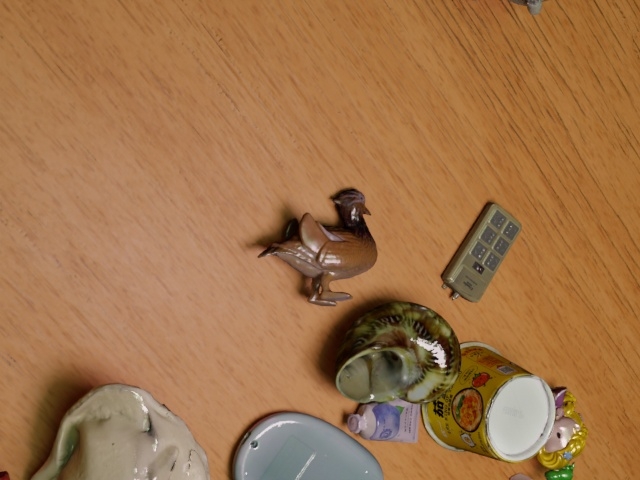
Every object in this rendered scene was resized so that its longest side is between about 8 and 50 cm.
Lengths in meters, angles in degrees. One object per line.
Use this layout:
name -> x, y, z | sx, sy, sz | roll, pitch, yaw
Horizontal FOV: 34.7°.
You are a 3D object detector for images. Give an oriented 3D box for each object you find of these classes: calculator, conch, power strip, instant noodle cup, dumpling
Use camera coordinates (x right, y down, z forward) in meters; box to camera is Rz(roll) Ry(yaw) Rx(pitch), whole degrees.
calculator -> -0.003, 0.375, 1.546 | 0.299, 0.041, 0.185 | 41, 79, -22
conch -> 0.115, 0.176, 1.539 | 0.187, 0.124, 0.181 | -32, 120, 6
power strip -> 0.256, 0.026, 1.633 | 0.076, 0.028, 0.168 | 36, 81, -26
instant noodle cup -> 0.272, 0.262, 1.604 | 0.182, 0.144, 0.182 | -3, 98, -27
dumpling -> -0.272, 0.341, 1.374 | 0.243, 0.187, 0.318 | -14, 96, 17

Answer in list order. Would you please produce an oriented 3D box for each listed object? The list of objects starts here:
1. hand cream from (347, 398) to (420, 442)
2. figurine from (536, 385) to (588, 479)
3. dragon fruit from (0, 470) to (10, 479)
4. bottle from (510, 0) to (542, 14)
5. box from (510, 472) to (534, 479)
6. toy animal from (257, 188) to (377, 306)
hand cream -> 0.104, 0.278, 1.586 | 0.142, 0.053, 0.084 | 3, 95, -36
figurine -> 0.405, 0.324, 1.712 | 0.115, 0.095, 0.156 | -6, 81, -45
dragon fruit -> -0.498, 0.453, 1.220 | 0.286, 0.228, 0.329 | 3, 93, -27
bottle -> 0.344, -0.495, 1.510 | 0.229, 0.229, 0.351 | 32, 88, -25
box -> 0.364, 0.497, 1.699 | 0.029, 0.109, 0.198 | -11, 101, -24
toy animal -> 0.000, 0.000, 1.485 | 0.188, 0.089, 0.179 | 12, 74, -26
